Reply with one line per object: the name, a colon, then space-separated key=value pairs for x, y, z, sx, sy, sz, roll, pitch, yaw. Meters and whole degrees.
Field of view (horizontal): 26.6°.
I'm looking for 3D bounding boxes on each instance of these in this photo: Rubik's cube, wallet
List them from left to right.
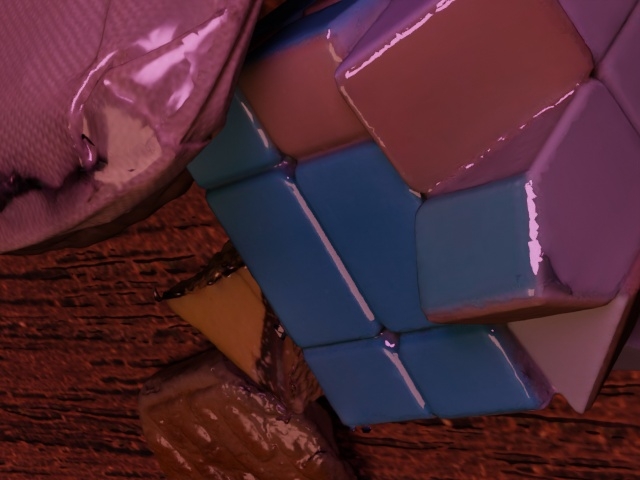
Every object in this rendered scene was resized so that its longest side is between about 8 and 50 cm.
wallet: x=-0.105 y=-0.115 z=0.583 sx=0.335 sy=0.275 sz=0.068 roll=-11 pitch=144 yaw=42
Rubik's cube: x=0.086 y=-0.034 z=0.572 sx=0.213 sy=0.224 sz=0.265 roll=-14 pitch=114 yaw=46

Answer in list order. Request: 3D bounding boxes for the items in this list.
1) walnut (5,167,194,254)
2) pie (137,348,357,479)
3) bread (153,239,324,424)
walnut: x=-0.147 y=-0.081 z=0.762 sx=0.230 sy=0.178 sz=0.178 roll=-13 pitch=121 yaw=33
pie: x=-0.054 y=0.161 z=1.031 sx=0.195 sy=0.046 sz=0.195 roll=23 pitch=140 yaw=21
bread: x=0.000 y=0.000 z=0.744 sx=0.127 sy=0.147 sz=0.152 roll=37 pitch=138 yaw=23
